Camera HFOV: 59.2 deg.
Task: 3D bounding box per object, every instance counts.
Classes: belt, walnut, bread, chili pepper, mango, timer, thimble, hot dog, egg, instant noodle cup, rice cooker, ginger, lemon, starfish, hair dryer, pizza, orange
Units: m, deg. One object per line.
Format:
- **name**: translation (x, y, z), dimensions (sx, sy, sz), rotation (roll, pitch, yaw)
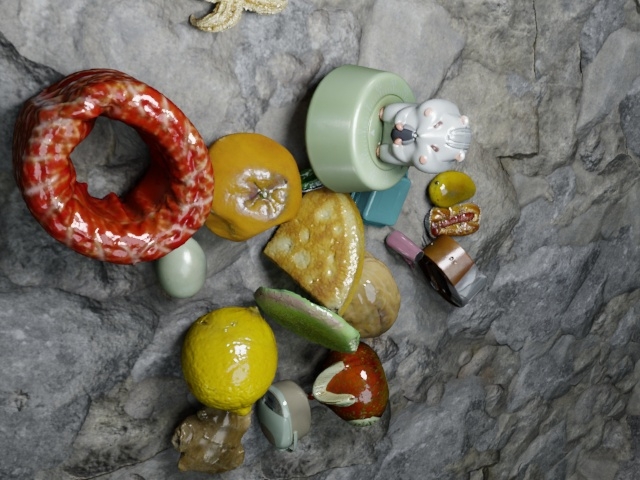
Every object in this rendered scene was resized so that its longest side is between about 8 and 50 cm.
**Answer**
- **belt**: translation (0.374, 0.090, 1.608), dimensions (0.105, 0.184, 0.261), rotation (-41, 138, -8)
- **walnut**: translation (0.095, 0.139, 1.457), dimensions (0.225, 0.225, 0.261), rotation (-34, 131, -11)
- **bread**: translation (-0.039, 0.197, 1.375), dimensions (0.301, 0.301, 0.045), rotation (45, 63, -36)
- **chili pepper**: translation (0.003, -0.218, 1.339), dimensions (0.122, 0.065, 0.279), rotation (26, 96, -24)
- **mango**: translation (0.368, -0.143, 1.572), dimensions (0.161, 0.076, 0.103), rotation (-4, 109, -31)
- **timer**: translation (0.169, -0.228, 1.208), dimensions (0.291, 0.315, 0.291), rotation (-16, 113, -45)
- **thimble**: translation (-0.391, -0.136, 1.058), dimensions (0.350, 0.230, 0.350), rotation (-13, 117, -26)
- **hot dog**: translation (0.387, -0.058, 1.634), dimensions (0.191, 0.059, 0.108), rotation (-6, 111, -24)
- **egg**: translation (-0.311, 0.057, 1.259), dimensions (0.114, 0.114, 0.152), rotation (-10, 112, -25)
- **instant noodle cup**: translation (0.159, -0.116, 1.472), dimensions (0.157, 0.070, 0.179), rotation (11, 105, -34)
- **rice cooker**: translation (-0.098, 0.481, 1.558), dimensions (0.127, 0.145, 0.206), rotation (-24, 125, -30)
- **ginger**: translation (-0.277, 0.485, 1.476), dimensions (0.219, 0.123, 0.270), rotation (-1, 103, -32)
- **lemon**: translation (-0.216, 0.285, 1.338), dimensions (0.228, 0.228, 0.253), rotation (11, 72, -33)
- **starfish**: translation (-0.163, -0.506, 1.116), dimensions (0.238, 0.071, 0.216), rotation (11, 112, -39)
- **hair dryer**: translation (0.248, 0.039, 1.589), dimensions (0.054, 0.106, 0.154), rotation (-48, 150, -6)
- **pizza**: translation (0.029, 0.009, 1.347), dimensions (0.258, 0.268, 0.087), rotation (-52, 152, 4)
- **orange**: translation (-0.152, -0.118, 1.214), dimensions (0.249, 0.183, 0.249), rotation (-4, 98, -34)

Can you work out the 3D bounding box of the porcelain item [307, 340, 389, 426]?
- **porcelain item**: translation (0.067, 0.407, 1.575), dimensions (0.253, 0.253, 0.253), rotation (-12, 117, -24)
